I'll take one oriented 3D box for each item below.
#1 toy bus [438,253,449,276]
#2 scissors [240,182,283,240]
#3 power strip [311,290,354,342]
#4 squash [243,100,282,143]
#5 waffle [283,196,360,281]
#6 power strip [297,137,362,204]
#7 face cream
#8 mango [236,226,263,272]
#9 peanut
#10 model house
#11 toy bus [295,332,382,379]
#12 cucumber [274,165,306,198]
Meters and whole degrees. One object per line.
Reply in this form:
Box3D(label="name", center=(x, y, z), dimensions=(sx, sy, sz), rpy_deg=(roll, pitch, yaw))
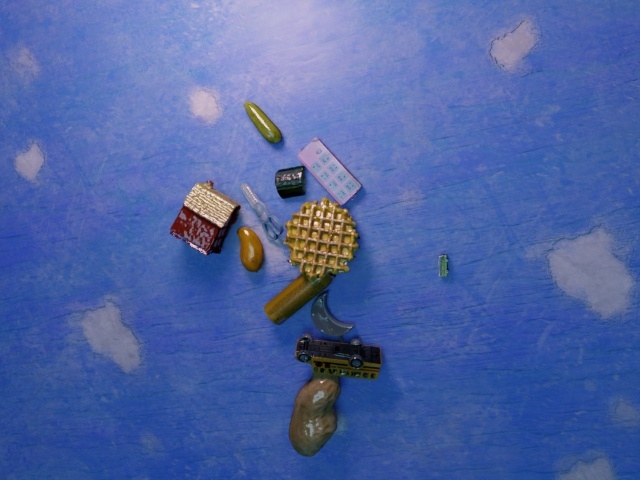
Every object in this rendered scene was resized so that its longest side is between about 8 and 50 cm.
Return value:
Box3D(label="toy bus", center=(0.462, 0.093, 1.785), dimensions=(0.037, 0.031, 0.084), rpy_deg=(-1, 101, 21))
Box3D(label="scissors", center=(-0.236, -0.119, 1.871), dimensions=(0.256, 0.030, 0.125), rpy_deg=(55, 144, 7))
Box3D(label="power strip", center=(0.043, 0.316, 1.908), dimensions=(0.137, 0.044, 0.216), rpy_deg=(-36, 92, 16))
Box3D(label="squash", center=(-0.221, -0.448, 1.800), dimensions=(0.066, 0.066, 0.201), rpy_deg=(-41, 91, 16))
Box3D(label="waffle", center=(-0.005, -0.010, 1.795), dimensions=(0.328, 0.062, 0.330), rpy_deg=(-2, 81, 14))
Box3D(label="power strip", center=(0.036, -0.261, 1.798), dimensions=(0.109, 0.037, 0.279), rpy_deg=(-43, 90, 16))
Box3D(label="face cream", center=(-0.067, 0.193, 1.875), dimensions=(0.348, 0.105, 0.105), rpy_deg=(-40, 91, 17))
Box3D(label="mango", center=(-0.279, 0.038, 1.906), dimensions=(0.098, 0.075, 0.191), rpy_deg=(-12, 92, 5))
Box3D(label="peanut", center=(-0.019, 0.700, 1.930), dimensions=(0.192, 0.169, 0.388), rpy_deg=(17, 103, 17))
Box3D(label="model house", center=(-0.440, -0.095, 1.869), dimensions=(0.195, 0.160, 0.254), rpy_deg=(30, 104, 5))
Box3D(label="toy bus", center=(0.068, 0.461, 1.868), dimensions=(0.335, 0.121, 0.123), rpy_deg=(6, 118, 1))
Box3D(label="cucumber", center=(-0.112, -0.223, 1.826), dimensions=(0.115, 0.062, 0.117), rpy_deg=(-7, 98, 17))
